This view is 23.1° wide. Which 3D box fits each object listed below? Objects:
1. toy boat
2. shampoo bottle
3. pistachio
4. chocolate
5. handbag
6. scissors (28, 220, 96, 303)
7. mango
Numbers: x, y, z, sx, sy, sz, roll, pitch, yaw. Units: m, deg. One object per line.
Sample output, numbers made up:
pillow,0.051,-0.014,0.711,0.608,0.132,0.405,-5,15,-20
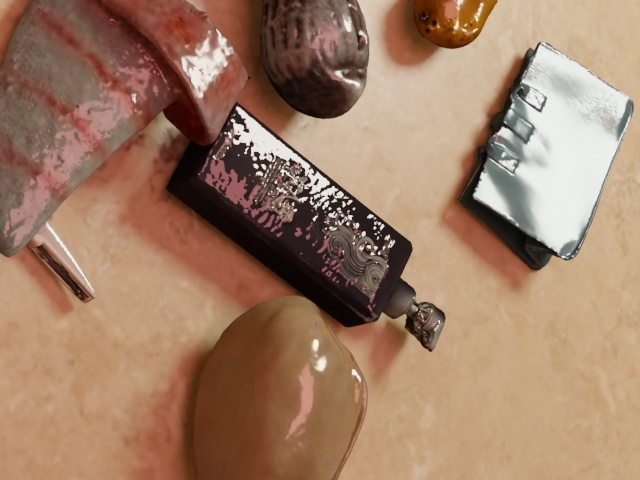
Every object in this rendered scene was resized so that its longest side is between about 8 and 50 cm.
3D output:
toy boat,-0.211,-0.111,1.361,0.206,0.096,0.282,42,68,-2
shampoo bottle,0.000,-0.001,1.487,0.309,0.071,0.098,38,60,-24
pistachio,-0.037,0.160,1.405,0.152,0.126,0.223,6,80,6
chocolate,-0.014,-0.236,1.500,0.110,0.110,0.248,-1,79,-33
handbag,0.242,-0.094,1.672,0.144,0.057,0.221,37,64,-18
scissors,-0.251,-0.017,1.352,0.085,0.022,0.176,-44,103,-32
mango,0.143,-0.247,1.627,0.077,0.063,0.127,51,54,-10
